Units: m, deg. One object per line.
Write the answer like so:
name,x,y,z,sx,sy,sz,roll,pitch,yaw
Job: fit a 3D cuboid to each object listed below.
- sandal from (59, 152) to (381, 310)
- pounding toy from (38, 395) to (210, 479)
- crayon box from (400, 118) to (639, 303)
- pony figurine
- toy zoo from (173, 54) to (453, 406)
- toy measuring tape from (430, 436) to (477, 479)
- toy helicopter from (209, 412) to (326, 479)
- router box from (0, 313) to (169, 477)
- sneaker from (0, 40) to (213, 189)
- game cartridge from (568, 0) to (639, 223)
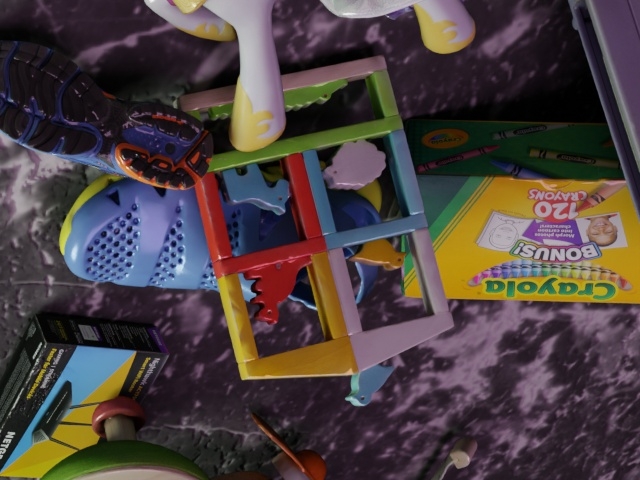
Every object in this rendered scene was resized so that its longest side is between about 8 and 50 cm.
sandal,-0.072,0.000,1.644,0.317,0.138,0.126,-4,136,-23
pounding toy,-0.180,0.231,1.771,0.183,0.110,0.237,-32,139,22
crayon box,0.215,-0.026,1.737,0.278,0.081,0.165,1,136,3
pony figurine,-0.004,-0.234,1.380,0.351,0.303,0.363,-25,154,9
toy zoo,0.000,0.000,1.600,0.192,0.293,0.030,-13,176,-16
toy measuring tape,0.131,0.369,2.131,0.121,0.121,0.330,6,129,-33
toy helicopter,-0.042,0.307,2.002,0.355,0.140,0.235,13,116,-50
router box,-0.242,0.152,1.769,0.133,0.046,0.179,7,128,-35
sneaker,-0.200,-0.095,1.518,0.221,0.087,0.083,26,78,-26
game cartridge,0.364,-0.112,1.634,0.230,0.355,0.068,-13,171,-20
